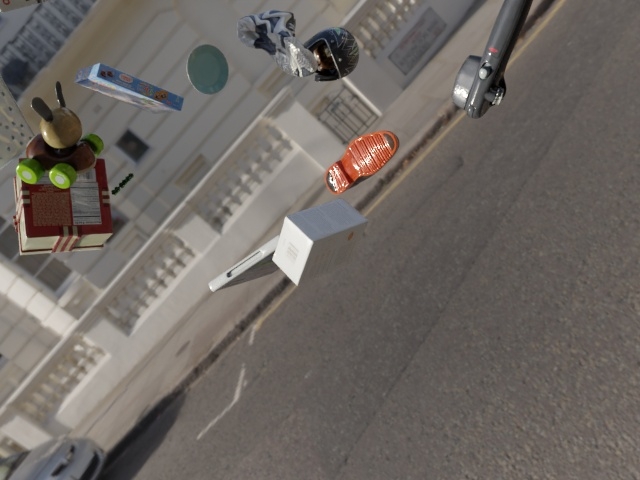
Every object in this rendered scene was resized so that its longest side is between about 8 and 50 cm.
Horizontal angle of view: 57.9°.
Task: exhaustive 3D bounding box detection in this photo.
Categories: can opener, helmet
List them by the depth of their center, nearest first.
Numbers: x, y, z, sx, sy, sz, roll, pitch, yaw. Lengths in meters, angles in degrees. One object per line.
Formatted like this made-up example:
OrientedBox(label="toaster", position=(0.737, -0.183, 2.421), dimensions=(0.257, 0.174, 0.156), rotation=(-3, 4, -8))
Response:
OrientedBox(label="can opener", position=(0.224, -0.243, 0.738), dimensions=(0.059, 0.073, 0.186), rotation=(-45, -21, -49))
OrientedBox(label="helmet", position=(0.041, -0.574, 1.779), dimensions=(0.162, 0.169, 0.169), rotation=(-6, 36, 30))

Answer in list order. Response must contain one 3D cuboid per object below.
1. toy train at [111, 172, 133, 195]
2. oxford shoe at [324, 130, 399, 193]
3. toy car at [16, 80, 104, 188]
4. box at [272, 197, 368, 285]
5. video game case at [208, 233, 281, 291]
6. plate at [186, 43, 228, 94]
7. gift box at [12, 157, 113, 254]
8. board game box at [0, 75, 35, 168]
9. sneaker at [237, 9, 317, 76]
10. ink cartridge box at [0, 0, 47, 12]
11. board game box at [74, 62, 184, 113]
OrientedBox(label="toy train", position=(-0.566, -0.161, 1.656), dimensions=(0.083, 0.017, 0.024), rotation=(-48, 5, -12))
OrientedBox(label="oxford shoe", position=(0.117, -0.208, 1.468), dimensions=(0.098, 0.096, 0.271), rotation=(-24, -3, -38))
OrientedBox(label="toy car", position=(-0.566, -0.234, 1.230), dimensions=(0.155, 0.149, 0.188), rotation=(-75, -9, -48))
OrientedBox(label="box", position=(0.000, 0.000, 1.249), dimensions=(0.170, 0.091, 0.130), rotation=(-20, -37, -41))
OrientedBox(label="video game case", position=(-0.140, 0.048, 1.774), dimensions=(0.300, 0.036, 0.329), rotation=(-33, -9, 27))
OrientedBox(label="plate", position=(-0.437, -0.658, 2.231), dimensions=(0.024, 0.188, 0.188), rotation=(15, 61, 46))
OrientedBox(label="gift box", position=(-0.726, -0.110, 1.645), dimensions=(0.258, 0.255, 0.276), rotation=(-24, 68, 57))
OrientedBox(label="board game box", position=(-0.928, -0.338, 1.435), dimensions=(0.050, 0.390, 0.390), rotation=(-10, 30, 16))
OrientedBox(label="sneaker", position=(-0.078, -0.514, 1.468), dimensions=(0.153, 0.235, 0.094), rotation=(-47, -22, -36))
OrientedBox(label="ink cartridge box", position=(-0.585, -0.575, 1.178), dimensions=(0.208, 0.087, 0.153), rotation=(-23, -36, -15))
OrientedBox(label="board game box", position=(-0.464, -0.364, 1.406), dimensions=(0.160, 0.212, 0.039), rotation=(11, 86, 50))
